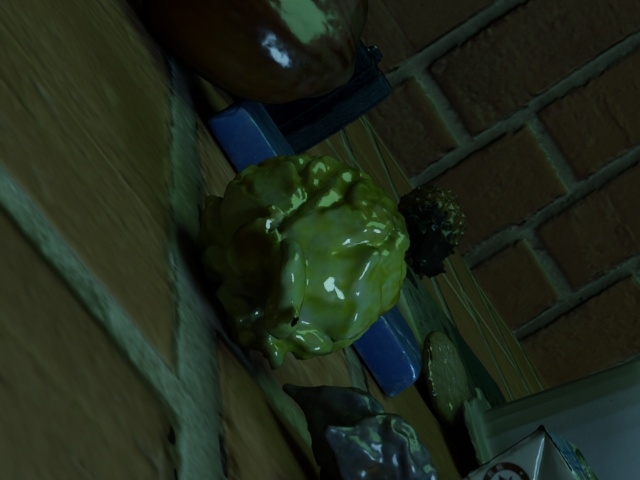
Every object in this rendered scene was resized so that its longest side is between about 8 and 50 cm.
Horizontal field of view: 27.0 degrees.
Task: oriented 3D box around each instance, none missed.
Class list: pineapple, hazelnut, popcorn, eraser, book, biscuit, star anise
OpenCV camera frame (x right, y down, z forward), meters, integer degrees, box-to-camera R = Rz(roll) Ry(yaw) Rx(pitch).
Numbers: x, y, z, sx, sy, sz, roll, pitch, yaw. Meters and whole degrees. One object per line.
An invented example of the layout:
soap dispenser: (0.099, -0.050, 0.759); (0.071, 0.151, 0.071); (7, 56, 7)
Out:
pineapple: (0.171, -0.013, 2.105); (0.128, 0.128, 0.248); (56, 12, -7)
hazelnut: (-0.065, -0.216, 1.256); (0.210, 0.186, 0.210); (9, 80, -56)
popcorn: (-0.010, 0.007, 0.886); (0.141, 0.135, 0.162); (68, 9, 17)
eraser: (0.000, 0.000, 1.283); (0.312, 0.042, 0.144); (56, 7, -6)
book: (0.181, 0.180, 1.712); (0.379, 0.031, 0.264); (50, 14, -39)
biscuit: (0.142, 0.158, 1.498); (0.120, 0.015, 0.120); (45, 35, -46)
star anise: (0.061, 0.188, 0.813); (0.262, 0.081, 0.230); (-116, 180, -53)

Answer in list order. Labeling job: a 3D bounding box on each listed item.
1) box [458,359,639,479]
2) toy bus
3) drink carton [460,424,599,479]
box: (0.294, 0.241, 1.451); (0.262, 0.206, 0.291); (67, 10, 13)
toy bus: (-0.060, -0.264, 1.530); (0.194, 0.162, 0.323); (53, 7, -46)
drink carton: (0.250, 0.338, 1.178); (0.324, 0.132, 0.194); (59, 8, 21)
